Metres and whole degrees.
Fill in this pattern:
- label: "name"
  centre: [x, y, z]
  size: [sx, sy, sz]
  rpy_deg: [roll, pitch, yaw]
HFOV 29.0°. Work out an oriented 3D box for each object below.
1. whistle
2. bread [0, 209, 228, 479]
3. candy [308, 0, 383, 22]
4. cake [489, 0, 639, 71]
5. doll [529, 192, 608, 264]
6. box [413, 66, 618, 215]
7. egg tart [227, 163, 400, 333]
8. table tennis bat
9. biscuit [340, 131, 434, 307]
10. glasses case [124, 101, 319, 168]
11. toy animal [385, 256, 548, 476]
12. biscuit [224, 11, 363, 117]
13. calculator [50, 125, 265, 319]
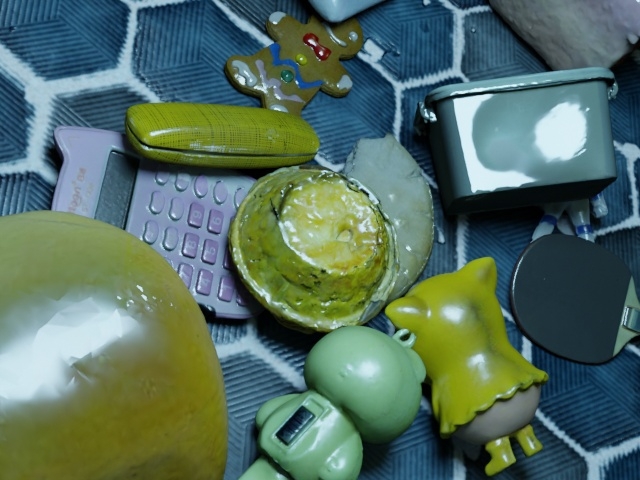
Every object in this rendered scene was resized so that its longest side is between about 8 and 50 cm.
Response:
- label: "whistle"
  centre: [0.003, 0.209, 1.311]
  size: [0.141, 0.141, 0.294]
  rpy_deg: [38, 86, -3]
- label: "bread"
  centre: [-0.286, 0.146, 1.131]
  size: [0.376, 0.253, 0.348]
  rpy_deg: [-17, 71, -30]
- label: "candy"
  centre: [0.031, -0.358, 1.589]
  size: [0.174, 0.071, 0.138]
  rpy_deg: [-34, 91, -43]
- label: "cake"
  centre: [0.400, -0.375, 1.666]
  size: [0.309, 0.237, 0.230]
  rpy_deg: [-35, 83, -30]
- label: "doll"
  centre: [0.318, -0.076, 1.602]
  size: [0.114, 0.057, 0.227]
  rpy_deg: [12, 71, -12]
- label: "box"
  centre: [0.244, -0.115, 1.504]
  size: [0.243, 0.163, 0.135]
  rpy_deg: [-8, 79, -4]
- label: "egg tart"
  centre: [0.001, 0.000, 1.374]
  size: [0.212, 0.090, 0.213]
  rpy_deg: [9, 63, -18]
- label: "table tennis bat"
  centre: [0.358, 0.087, 1.548]
  size: [0.274, 0.021, 0.154]
  rpy_deg: [21, 75, -15]
- label: "biscuit"
  centre: [0.068, -0.006, 1.471]
  size: [0.141, 0.038, 0.290]
  rpy_deg: [28, 59, -9]
- label: "glasses case"
  centre: [-0.108, -0.118, 1.401]
  size: [0.234, 0.064, 0.079]
  rpy_deg: [0, 41, -33]
- label: "toy animal"
  centre: [0.172, 0.145, 1.390]
  size: [0.156, 0.156, 0.230]
  rpy_deg: [-23, 81, -30]
- label: "biscuit"
  centre: [-0.020, -0.229, 1.543]
  size: [0.138, 0.031, 0.205]
  rpy_deg: [47, 57, 3]
- label: "calculator"
  centre: [-0.171, -0.014, 1.377]
  size: [0.294, 0.043, 0.194]
  rpy_deg: [18, 60, -19]
